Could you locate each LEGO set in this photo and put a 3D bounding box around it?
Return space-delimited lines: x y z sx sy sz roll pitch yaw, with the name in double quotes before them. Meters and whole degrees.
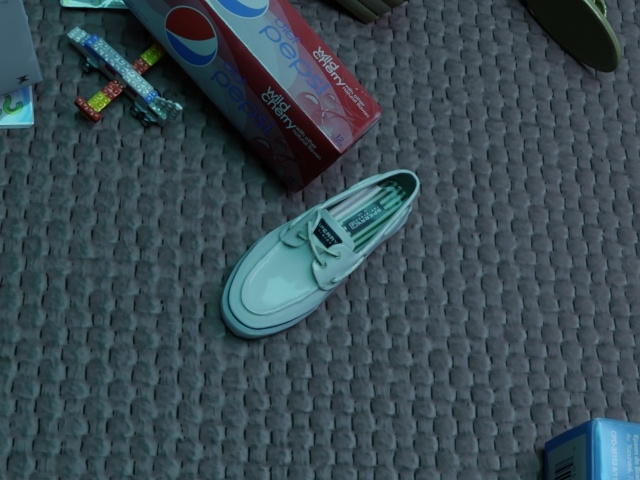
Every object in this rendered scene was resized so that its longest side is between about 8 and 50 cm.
"LEGO set" -0.226 -0.195 1.163 0.244 0.060 0.183 -1 71 -18

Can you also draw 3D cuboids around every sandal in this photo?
"sandal" 0.252 -0.290 1.334 0.240 0.088 0.079 42 68 9

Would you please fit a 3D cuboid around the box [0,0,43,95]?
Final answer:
"box" -0.344 -0.190 1.038 0.181 0.182 0.119 -21 75 -13

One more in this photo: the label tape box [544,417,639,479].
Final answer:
"label tape box" 0.374 0.311 1.095 0.347 0.115 0.249 12 65 -15

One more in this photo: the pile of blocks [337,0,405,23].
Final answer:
"pile of blocks" -0.052 -0.347 1.230 0.362 0.149 0.113 19 63 -8

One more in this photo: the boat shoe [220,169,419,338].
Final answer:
"boat shoe" 0.000 0.000 1.134 0.083 0.076 0.226 45 62 6

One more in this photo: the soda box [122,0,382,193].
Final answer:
"soda box" -0.067 -0.178 1.155 0.263 0.083 0.092 48 46 -3
